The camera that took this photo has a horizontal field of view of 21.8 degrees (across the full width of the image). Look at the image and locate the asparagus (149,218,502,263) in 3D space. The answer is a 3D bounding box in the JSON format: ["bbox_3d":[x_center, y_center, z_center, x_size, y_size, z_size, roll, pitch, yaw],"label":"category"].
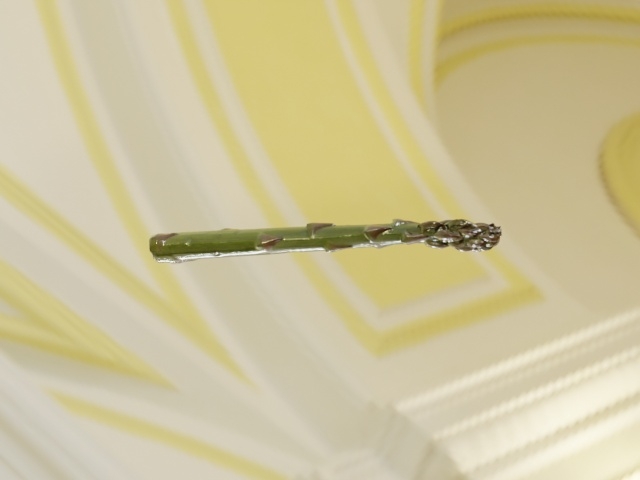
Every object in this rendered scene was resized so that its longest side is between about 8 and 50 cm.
[{"bbox_3d":[0.000,0.000,1.043,0.024,0.249,0.025,37,-124,-57],"label":"asparagus"}]
